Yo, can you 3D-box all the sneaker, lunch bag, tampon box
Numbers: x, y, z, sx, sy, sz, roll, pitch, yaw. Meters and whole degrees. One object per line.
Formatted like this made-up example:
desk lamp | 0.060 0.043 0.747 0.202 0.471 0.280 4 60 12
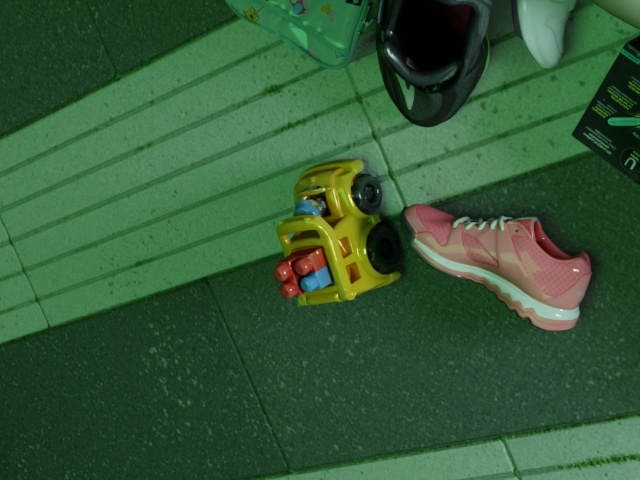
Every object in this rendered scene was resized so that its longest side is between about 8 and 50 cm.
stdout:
sneaker | 0.271 0.005 2.088 0.314 0.116 0.136 30 116 17
lunch bag | -0.016 -0.398 2.119 0.279 0.108 0.224 35 128 22
sneaker | 0.328 -0.366 1.851 0.152 0.114 0.305 0 126 11
tampon box | 0.438 -0.181 1.854 0.120 0.101 0.161 40 130 19
sneaker | 0.138 -0.284 1.893 0.185 0.202 0.483 24 158 10

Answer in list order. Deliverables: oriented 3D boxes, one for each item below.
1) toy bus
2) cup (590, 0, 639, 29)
toy bus | 0.000 0.000 2.218 0.149 0.211 0.220 -9 102 43
cup | 0.474 -0.353 1.638 0.237 0.331 0.331 43 135 -18
